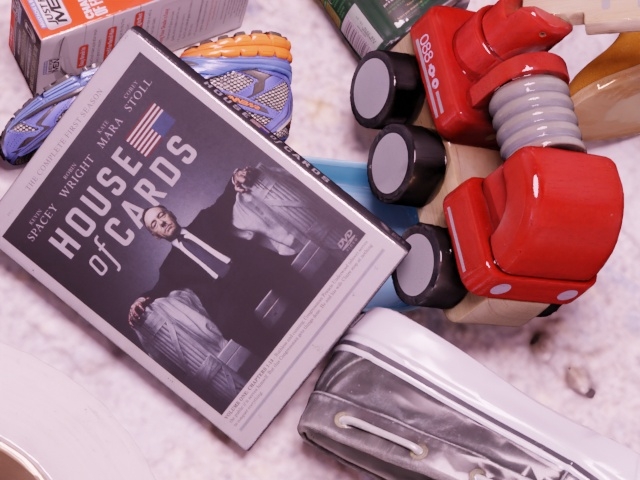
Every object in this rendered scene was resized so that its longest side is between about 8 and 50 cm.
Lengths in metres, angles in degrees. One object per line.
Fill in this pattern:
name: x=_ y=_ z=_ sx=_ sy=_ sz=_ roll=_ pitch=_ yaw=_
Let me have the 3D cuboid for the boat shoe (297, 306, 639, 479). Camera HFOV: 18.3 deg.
boat shoe: x=0.136 y=0.178 z=1.325 sx=0.335 sy=0.121 sz=0.119 roll=30 pitch=73 yaw=14

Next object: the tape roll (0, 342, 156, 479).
tape roll: x=-0.235 y=0.198 z=1.194 sx=0.286 sy=0.100 sz=0.286 roll=15 pitch=51 yaw=-19

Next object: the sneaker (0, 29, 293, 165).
sneaker: x=-0.117 y=-0.085 z=1.392 sx=0.221 sy=0.083 sz=0.087 roll=-14 pitch=85 yaw=-10

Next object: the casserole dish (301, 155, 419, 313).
casserole dish: x=0.000 y=0.000 z=1.399 sx=0.188 sy=0.037 sz=0.114 roll=5 pitch=67 yaw=-12

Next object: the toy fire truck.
toy fire truck: x=0.163 y=-0.083 z=1.330 sx=0.158 sy=0.246 sz=0.217 roll=6 pitch=58 yaw=-33

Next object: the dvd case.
dvd case: x=-0.086 y=-0.001 z=1.332 sx=0.238 sy=0.029 sz=0.179 roll=39 pitch=102 yaw=2

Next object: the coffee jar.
coffee jar: x=0.021 y=-0.220 z=1.470 sx=0.096 sy=0.079 sz=0.184 roll=-35 pitch=79 yaw=-19

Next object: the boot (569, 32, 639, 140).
boot: x=0.251 y=-0.209 z=1.510 sx=0.295 sy=0.104 sz=0.211 roll=-24 pitch=69 yaw=-24

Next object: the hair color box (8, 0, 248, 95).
hair color box: x=-0.134 y=-0.167 z=1.412 sx=0.167 sy=0.093 sz=0.053 roll=-23 pitch=73 yaw=-19
